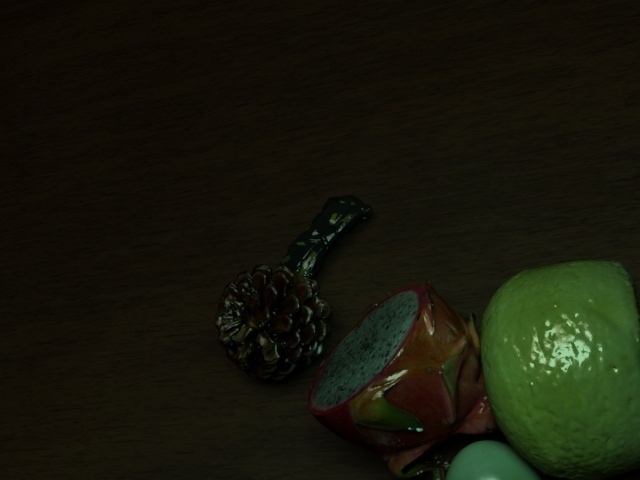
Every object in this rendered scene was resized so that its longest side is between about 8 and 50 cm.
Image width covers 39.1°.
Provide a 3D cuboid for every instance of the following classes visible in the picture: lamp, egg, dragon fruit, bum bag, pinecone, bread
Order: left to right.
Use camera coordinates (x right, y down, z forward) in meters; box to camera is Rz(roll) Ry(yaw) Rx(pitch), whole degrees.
[{"bbox_3d":[-0.092,0.143,1.635,0.221,0.221,0.221,-13,53,17],"label":"pinecone"},{"bbox_3d":[0.000,0.000,1.786,0.232,0.060,0.107,-48,42,-14],"label":"bum bag"},{"bbox_3d":[0.152,0.233,1.441,0.305,0.226,0.305,-46,13,14],"label":"dragon fruit"},{"bbox_3d":[0.184,0.356,1.465,0.063,0.031,0.083,-46,46,-12],"label":"lamp"},{"bbox_3d":[0.260,0.390,1.322,0.149,0.149,0.192,-20,79,11],"label":"egg"},{"bbox_3d":[0.371,0.186,1.324,0.237,0.320,0.320,-10,54,23],"label":"bread"}]
